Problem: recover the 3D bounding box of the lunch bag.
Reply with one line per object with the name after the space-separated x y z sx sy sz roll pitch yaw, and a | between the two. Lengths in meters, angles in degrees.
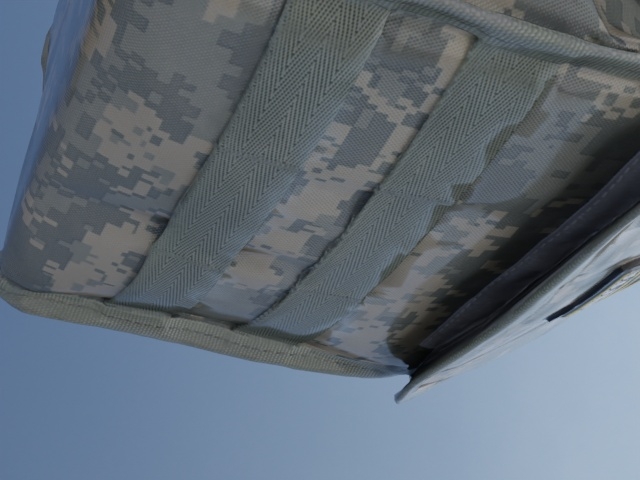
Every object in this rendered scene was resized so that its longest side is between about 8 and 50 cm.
0.047 -0.050 0.450 0.287 0.235 0.169 15 -122 -19 | lunch bag
